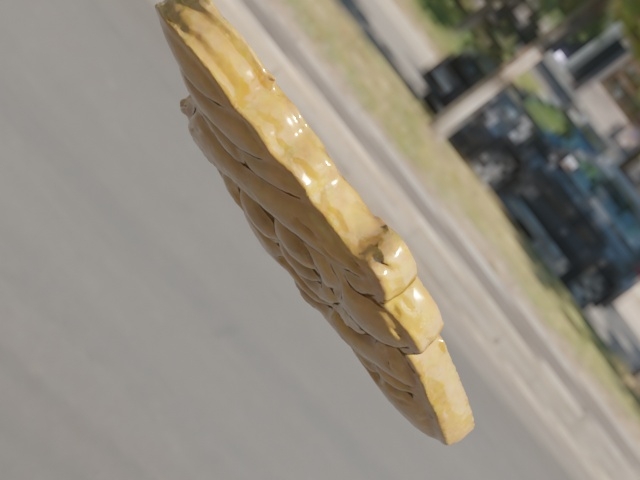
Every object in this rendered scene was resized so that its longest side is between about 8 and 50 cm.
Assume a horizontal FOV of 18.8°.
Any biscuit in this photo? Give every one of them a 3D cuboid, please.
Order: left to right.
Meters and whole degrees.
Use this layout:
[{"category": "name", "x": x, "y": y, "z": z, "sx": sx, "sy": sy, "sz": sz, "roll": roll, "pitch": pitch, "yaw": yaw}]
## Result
[{"category": "biscuit", "x": 0.000, "y": 0.000, "z": 0.792, "sx": 0.250, "sy": 0.035, "sz": 0.162, "roll": 55, "pitch": -6, "yaw": -31}]
